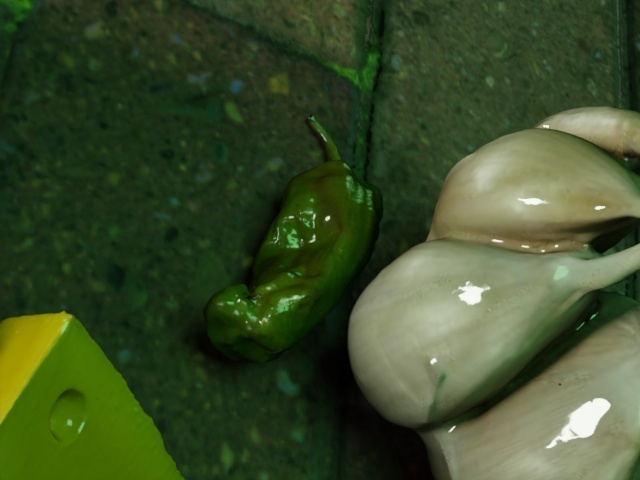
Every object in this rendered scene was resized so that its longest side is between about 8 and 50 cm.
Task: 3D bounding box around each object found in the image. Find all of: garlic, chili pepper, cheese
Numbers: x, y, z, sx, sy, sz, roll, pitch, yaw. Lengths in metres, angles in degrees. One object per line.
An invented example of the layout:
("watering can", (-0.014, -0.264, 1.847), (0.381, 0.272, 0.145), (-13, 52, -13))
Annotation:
("garlic", (0.134, 0.047, 0.729), (0.210, 0.292, 0.237), (43, 90, -2))
("chili pepper", (0.001, -0.002, 0.762), (0.073, 0.072, 0.204), (56, 40, -23))
("cheese", (-0.128, 0.126, 0.613), (0.171, 0.126, 0.093), (49, 48, -31))
